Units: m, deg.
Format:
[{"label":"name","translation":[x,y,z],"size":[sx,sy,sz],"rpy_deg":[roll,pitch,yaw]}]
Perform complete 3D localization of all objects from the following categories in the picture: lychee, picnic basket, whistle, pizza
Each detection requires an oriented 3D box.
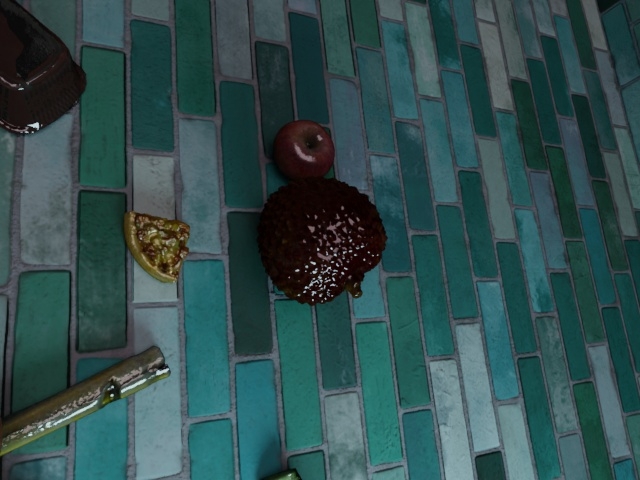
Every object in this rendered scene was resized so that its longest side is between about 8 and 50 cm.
[{"label":"lychee","translation":[0.000,0.000,1.068],"size":[0.276,0.275,0.304],"rpy_deg":[-21,65,-29]},{"label":"picnic basket","translation":[-0.609,-0.368,0.948],"size":[0.297,0.129,0.222],"rpy_deg":[41,61,-11]},{"label":"whistle","translation":[-0.431,0.286,0.891],"size":[0.327,0.057,0.068],"rpy_deg":[-22,46,-29]},{"label":"pizza","translation":[-0.328,-0.002,1.028],"size":[0.175,0.046,0.134],"rpy_deg":[50,61,-5]}]

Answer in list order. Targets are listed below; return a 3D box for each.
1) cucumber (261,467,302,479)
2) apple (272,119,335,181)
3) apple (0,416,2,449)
[{"label":"cucumber","translation":[-0.047,0.556,0.990],"size":[0.192,0.116,0.086],"rpy_deg":[69,17,10]},{"label":"apple","translation":[-0.041,-0.209,1.187],"size":[0.154,0.120,0.153],"rpy_deg":[11,66,-27]},{"label":"apple","translation":[-0.617,0.294,0.665],"size":[0.345,0.345,0.269],"rpy_deg":[1,101,-26]}]
